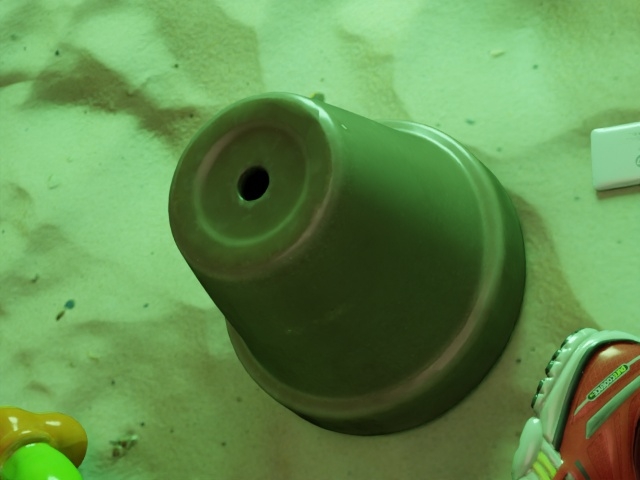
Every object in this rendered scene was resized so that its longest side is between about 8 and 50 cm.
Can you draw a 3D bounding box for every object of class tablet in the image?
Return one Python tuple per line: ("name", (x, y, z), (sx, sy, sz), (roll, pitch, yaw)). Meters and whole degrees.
("tablet", (0.255, -0.070, 1.167), (0.083, 0.006, 0.054), (-9, 66, 26))

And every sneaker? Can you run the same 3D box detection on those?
("sneaker", (0.185, 0.198, 1.037), (0.118, 0.107, 0.279), (16, 80, 24))

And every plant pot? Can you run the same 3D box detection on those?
("plant pot", (0.000, 0.000, 1.146), (0.263, 0.229, 0.263), (-11, 65, 26))

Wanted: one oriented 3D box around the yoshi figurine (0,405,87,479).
("yoshi figurine", (-0.183, 0.296, 1.190), (0.203, 0.203, 0.362), (-18, 35, -24))
